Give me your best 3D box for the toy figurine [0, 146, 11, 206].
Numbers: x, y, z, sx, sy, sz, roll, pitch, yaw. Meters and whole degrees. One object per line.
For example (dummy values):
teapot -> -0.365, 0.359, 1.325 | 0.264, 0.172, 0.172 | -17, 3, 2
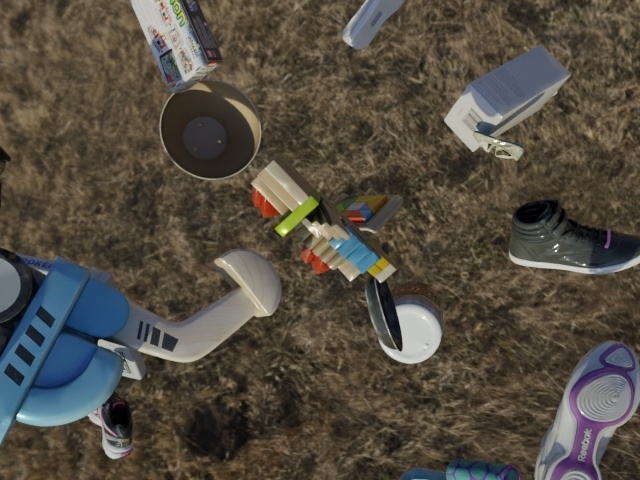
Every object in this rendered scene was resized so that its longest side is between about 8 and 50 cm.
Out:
toy figurine -> -0.588, -0.084, 0.856 | 0.213, 0.209, 0.148 | 8, 95, 19

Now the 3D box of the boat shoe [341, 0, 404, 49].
boat shoe -> 0.114, -0.485, 1.242 | 0.063, 0.066, 0.184 | 42, 103, 38

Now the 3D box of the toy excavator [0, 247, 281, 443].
toy excavator -> -0.330, 0.146, 0.918 | 0.222, 0.445, 0.432 | -21, 43, 64

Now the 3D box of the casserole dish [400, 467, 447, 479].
casserole dish -> 0.303, 0.660, 1.627 | 0.114, 0.189, 0.036 | 127, 152, -48

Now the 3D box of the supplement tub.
supplement tub -> 0.286, 0.241, 1.852 | 0.194, 0.316, 0.193 | 2, 101, 10

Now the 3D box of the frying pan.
frying pan -> 0.136, 0.104, 1.377 | 0.053, 0.197, 0.326 | -18, 56, 13

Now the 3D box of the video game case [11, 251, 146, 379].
video game case -> -0.531, 0.156, 1.219 | 0.300, 0.328, 0.036 | 11, 47, 10

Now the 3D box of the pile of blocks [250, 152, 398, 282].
pile of blocks -> 0.000, 0.000, 1.047 | 0.113, 0.362, 0.149 | -43, 32, 11

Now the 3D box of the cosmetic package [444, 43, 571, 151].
cosmetic package -> 0.601, -0.458, 1.904 | 0.366, 0.197, 0.155 | -33, 76, -28

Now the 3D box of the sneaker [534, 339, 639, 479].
sneaker -> 0.435, 0.308, 1.009 | 0.114, 0.152, 0.304 | 24, 89, 6

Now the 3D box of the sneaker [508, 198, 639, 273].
sneaker -> 0.552, -0.015, 1.285 | 0.296, 0.146, 0.104 | 1, 44, 29

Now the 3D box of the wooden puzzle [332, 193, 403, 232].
wooden puzzle -> 0.124, -0.101, 1.965 | 0.239, 0.044, 0.221 | 7, 36, 34

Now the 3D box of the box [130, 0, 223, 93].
box -> -0.246, -0.363, 0.981 | 0.114, 0.036, 0.206 | -22, 91, 40

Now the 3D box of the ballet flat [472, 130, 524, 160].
ballet flat -> 0.516, -0.279, 1.754 | 0.168, 0.057, 0.052 | 28, 95, 35

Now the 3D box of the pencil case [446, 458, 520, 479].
pencil case -> 0.349, 0.509, 1.272 | 0.152, 0.070, 0.064 | -15, 25, 48

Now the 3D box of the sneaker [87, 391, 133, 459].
sneaker -> -0.395, 0.325, 1.138 | 0.178, 0.072, 0.077 | 41, 120, 38

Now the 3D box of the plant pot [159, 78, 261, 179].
plant pot -> -0.334, -0.315, 1.757 | 0.284, 0.284, 0.191 | -66, 17, -6
